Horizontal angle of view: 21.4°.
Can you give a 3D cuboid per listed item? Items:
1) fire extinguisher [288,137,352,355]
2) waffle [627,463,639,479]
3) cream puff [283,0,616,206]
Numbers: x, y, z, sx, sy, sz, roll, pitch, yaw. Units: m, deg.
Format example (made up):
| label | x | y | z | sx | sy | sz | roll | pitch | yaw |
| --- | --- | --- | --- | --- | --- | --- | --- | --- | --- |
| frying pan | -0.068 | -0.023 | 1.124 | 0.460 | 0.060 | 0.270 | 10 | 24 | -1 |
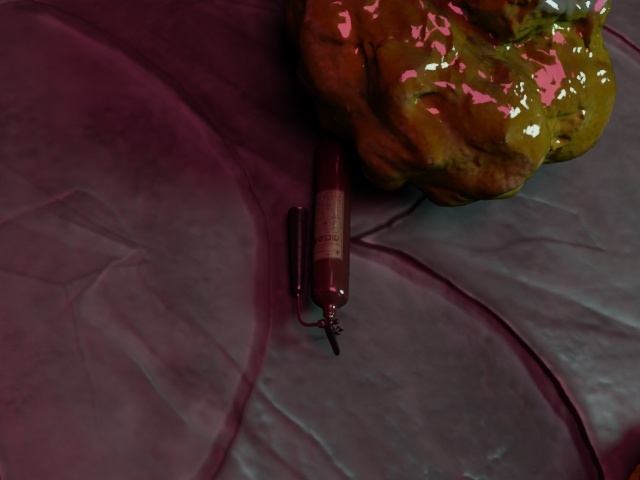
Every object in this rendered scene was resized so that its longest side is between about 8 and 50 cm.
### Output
| label | x | y | z | sx | sy | sz | roll | pitch | yaw |
| --- | --- | --- | --- | --- | --- | --- | --- | --- | --- |
| fire extinguisher | 0.000 | 0.000 | 1.296 | 0.049 | 0.035 | 0.173 | 12 | 59 | -18 |
| waffle | 0.317 | 0.241 | 1.277 | 0.249 | 0.056 | 0.253 | -11 | 72 | -24 |
| cream puff | 0.110 | -0.166 | 1.315 | 0.281 | 0.185 | 0.282 | 11 | 56 | -18 |
